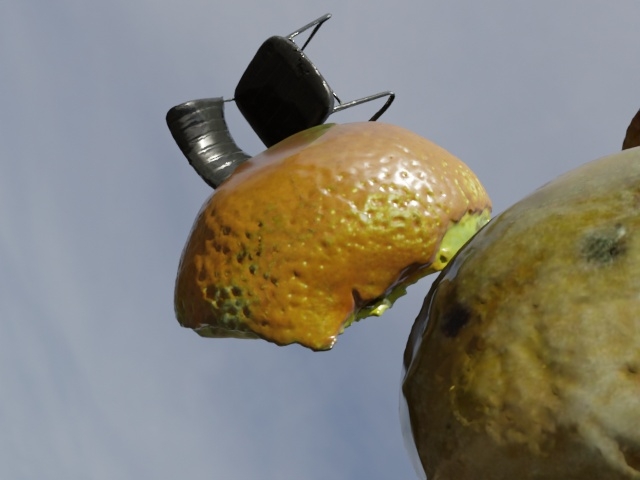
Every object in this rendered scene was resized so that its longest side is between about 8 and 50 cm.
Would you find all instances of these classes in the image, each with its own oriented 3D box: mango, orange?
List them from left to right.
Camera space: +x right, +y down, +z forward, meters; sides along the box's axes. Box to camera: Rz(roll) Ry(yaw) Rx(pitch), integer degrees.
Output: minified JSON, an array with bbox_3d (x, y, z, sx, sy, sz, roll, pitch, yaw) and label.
[{"bbox_3d":[-0.004,-0.010,1.093,0.196,0.334,0.262,59,-4,-1],"label":"orange"},{"bbox_3d":[0.192,0.042,0.502,0.329,0.175,0.176,-17,-62,13],"label":"mango"}]

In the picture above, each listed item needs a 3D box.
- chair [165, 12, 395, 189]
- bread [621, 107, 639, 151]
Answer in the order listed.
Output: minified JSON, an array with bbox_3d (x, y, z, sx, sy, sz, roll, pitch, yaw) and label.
[{"bbox_3d":[-0.050,-0.158,1.257,0.140,0.221,0.145,53,-48,12],"label":"chair"},{"bbox_3d":[0.299,-0.099,0.640,0.134,0.129,0.260,-103,-151,-43],"label":"bread"}]
